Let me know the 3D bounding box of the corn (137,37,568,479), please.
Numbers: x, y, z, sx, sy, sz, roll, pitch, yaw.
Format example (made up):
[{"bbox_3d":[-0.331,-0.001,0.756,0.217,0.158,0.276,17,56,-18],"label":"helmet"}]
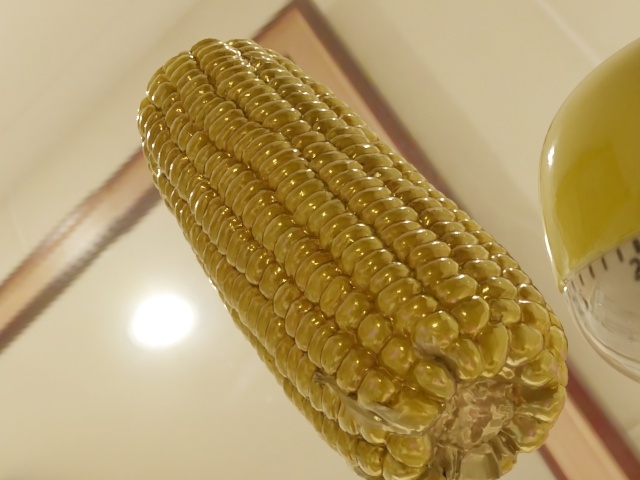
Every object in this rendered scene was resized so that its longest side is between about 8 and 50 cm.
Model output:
[{"bbox_3d":[0.000,0.000,0.519,0.093,0.244,0.093,-17,-52,-23],"label":"corn"}]

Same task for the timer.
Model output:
[{"bbox_3d":[0.249,-0.068,0.808,0.285,0.285,0.285,-15,-44,-16],"label":"timer"}]
